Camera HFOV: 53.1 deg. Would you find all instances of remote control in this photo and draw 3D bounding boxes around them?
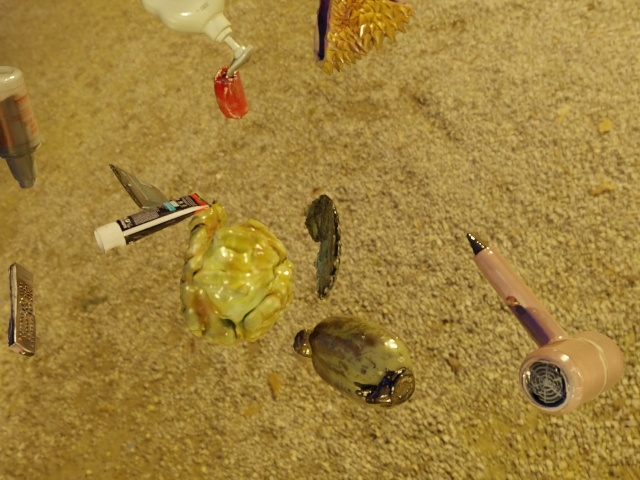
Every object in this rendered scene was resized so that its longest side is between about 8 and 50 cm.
[{"bbox_3d":[-0.571,0.130,1.223,0.028,0.059,0.212,-28,48,5],"label":"remote control"}]

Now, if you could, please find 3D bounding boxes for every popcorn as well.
[{"bbox_3d":[-0.201,0.087,1.534,0.279,0.274,0.335,14,73,13],"label":"popcorn"}]

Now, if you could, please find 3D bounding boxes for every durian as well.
[{"bbox_3d":[0.045,-0.345,1.016,0.186,0.154,0.260,-51,19,34],"label":"durian"}]

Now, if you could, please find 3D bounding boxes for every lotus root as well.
[{"bbox_3d":[0.070,0.247,1.357,0.309,0.173,0.173,21,64,43],"label":"lotus root"}]

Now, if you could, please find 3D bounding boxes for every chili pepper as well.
[{"bbox_3d":[-0.201,-0.327,1.436,0.070,0.123,0.073,-25,52,-13],"label":"chili pepper"}]

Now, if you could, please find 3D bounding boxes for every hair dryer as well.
[{"bbox_3d":[0.339,0.121,1.076,0.344,0.189,0.106,56,128,26],"label":"hair dryer"}]

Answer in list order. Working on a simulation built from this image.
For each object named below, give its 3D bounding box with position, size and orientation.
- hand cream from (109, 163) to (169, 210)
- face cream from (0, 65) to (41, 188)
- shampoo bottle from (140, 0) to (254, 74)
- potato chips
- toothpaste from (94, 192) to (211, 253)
[{"bbox_3d":[-0.413,-0.107,1.491,0.061,0.270,0.120,-35,86,-4],"label":"hand cream"},{"bbox_3d":[-0.619,-0.215,1.287,0.101,0.251,0.101,-1,34,1],"label":"face cream"},{"bbox_3d":[-0.111,-0.207,0.531,0.077,0.152,0.045,-45,2,-1],"label":"shampoo bottle"},{"bbox_3d":[0.004,0.000,1.311,0.029,0.202,0.220,-2,35,-17],"label":"potato chips"},{"bbox_3d":[-0.284,-0.034,1.093,0.193,0.045,0.071,-26,36,-26],"label":"toothpaste"}]
